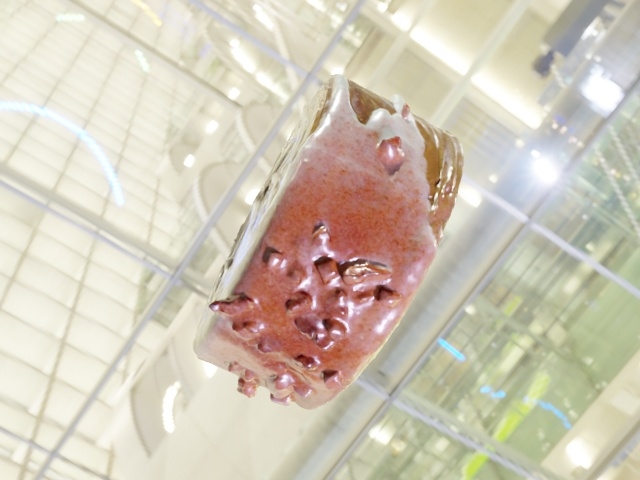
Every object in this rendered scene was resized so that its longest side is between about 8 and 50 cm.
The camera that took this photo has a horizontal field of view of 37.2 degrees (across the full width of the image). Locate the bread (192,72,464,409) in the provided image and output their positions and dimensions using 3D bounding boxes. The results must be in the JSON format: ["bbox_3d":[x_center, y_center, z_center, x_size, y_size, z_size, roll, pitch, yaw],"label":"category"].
[{"bbox_3d":[0.000,0.000,0.452,0.073,0.160,0.160,30,-164,-8],"label":"bread"}]
